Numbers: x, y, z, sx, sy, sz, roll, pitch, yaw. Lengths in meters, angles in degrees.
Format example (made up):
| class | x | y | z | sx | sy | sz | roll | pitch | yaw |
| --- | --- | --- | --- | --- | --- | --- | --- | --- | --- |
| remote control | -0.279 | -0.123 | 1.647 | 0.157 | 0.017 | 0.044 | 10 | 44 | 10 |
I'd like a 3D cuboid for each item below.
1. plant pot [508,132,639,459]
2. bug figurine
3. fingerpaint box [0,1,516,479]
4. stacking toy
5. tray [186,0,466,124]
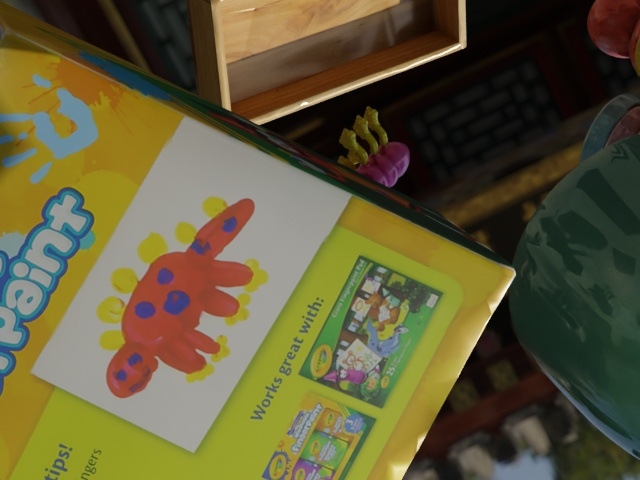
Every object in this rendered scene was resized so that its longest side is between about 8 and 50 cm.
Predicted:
| class | x | y | z | sx | sy | sz | roll | pitch | yaw |
| --- | --- | --- | --- | --- | --- | --- | --- | --- | --- |
| plant pot | 0.344 | 0.078 | 1.513 | 0.293 | 0.293 | 0.235 | -28 | -148 | 0 |
| bug figurine | 0.000 | 0.000 | 1.587 | 0.216 | 0.072 | 0.279 | -47 | 169 | -26 |
| fingerpaint box | -0.149 | 0.120 | 1.134 | 0.445 | 0.371 | 0.163 | -63 | -159 | 8 |
| stacking toy | 0.445 | -0.216 | 2.232 | 0.130 | 0.309 | 0.279 | 30 | -138 | 33 |
| tray | 0.015 | -0.306 | 2.321 | 0.411 | 0.203 | 0.076 | -23 | -145 | -28 |
